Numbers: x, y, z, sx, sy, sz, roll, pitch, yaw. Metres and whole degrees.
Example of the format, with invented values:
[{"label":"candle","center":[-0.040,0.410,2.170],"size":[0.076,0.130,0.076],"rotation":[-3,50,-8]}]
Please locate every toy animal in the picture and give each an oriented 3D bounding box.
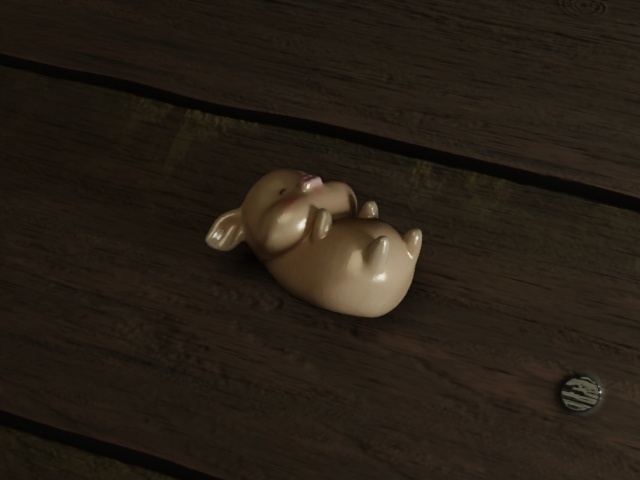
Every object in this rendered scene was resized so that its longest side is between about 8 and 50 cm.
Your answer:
[{"label":"toy animal","center":[0.004,0.004,2.049],"size":[0.250,0.166,0.154],"rotation":[36,116,33]}]
